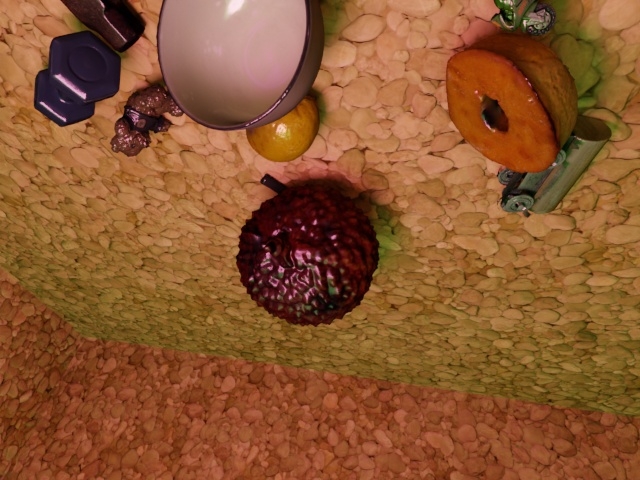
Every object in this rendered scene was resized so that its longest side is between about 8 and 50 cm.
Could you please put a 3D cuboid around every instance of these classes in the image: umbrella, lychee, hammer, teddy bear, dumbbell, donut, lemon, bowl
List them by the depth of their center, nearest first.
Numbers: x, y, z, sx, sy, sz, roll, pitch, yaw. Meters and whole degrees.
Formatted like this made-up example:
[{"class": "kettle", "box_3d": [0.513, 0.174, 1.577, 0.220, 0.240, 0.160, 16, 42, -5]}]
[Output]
[{"class": "hammer", "box_3d": [-0.364, -0.554, 0.902, 0.408, 0.096, 0.242, -12, 137, 29]}, {"class": "bowl", "box_3d": [-0.133, -0.389, 0.908, 0.353, 0.355, 0.185, -8, -177, 27]}, {"class": "donut", "box_3d": [0.379, -0.277, 0.913, 0.303, 0.110, 0.303, 47, 174, 7]}, {"class": "dumbbell", "box_3d": [-0.595, -0.378, 1.102, 0.316, 0.156, 0.144, -1, 117, 51]}, {"class": "lemon", "box_3d": [-0.093, -0.280, 1.122, 0.169, 0.170, 0.207, 27, 150, -18]}, {"class": "teddy bear", "box_3d": [-0.465, -0.330, 1.210, 0.251, 0.129, 0.181, -38, 164, 25]}, {"class": "lychee", "box_3d": [-0.040, 0.040, 1.316, 0.423, 0.426, 0.500, 3, 171, 15]}, {"class": "umbrella", "box_3d": [-0.124, -0.160, 1.406, 0.133, 0.031, 0.036, 30, 151, -24]}]

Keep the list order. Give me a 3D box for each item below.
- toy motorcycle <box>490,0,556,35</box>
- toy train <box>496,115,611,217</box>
[{"class": "toy motorcycle", "box_3d": [0.342, -0.444, 0.799, 0.106, 0.074, 0.190, -19, 113, 20]}, {"class": "toy train", "box_3d": [0.548, -0.164, 1.093, 0.189, 0.127, 0.308, 11, 144, 3]}]
